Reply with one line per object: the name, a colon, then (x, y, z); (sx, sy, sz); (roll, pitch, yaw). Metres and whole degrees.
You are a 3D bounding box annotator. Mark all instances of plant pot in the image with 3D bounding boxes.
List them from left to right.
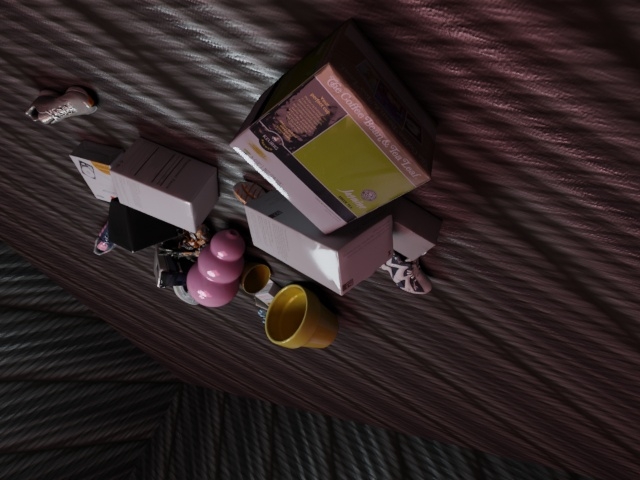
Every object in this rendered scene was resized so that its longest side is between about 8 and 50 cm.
plant pot: (-0.664, -0.082, 1.782); (0.188, 0.188, 0.166); (18, 120, 39)
plant pot: (-0.288, 0.140, 2.000); (0.095, 0.134, 0.134); (30, 156, 40)
plant pot: (-0.062, 0.339, 2.028); (0.254, 0.253, 0.239); (-12, 148, 43)

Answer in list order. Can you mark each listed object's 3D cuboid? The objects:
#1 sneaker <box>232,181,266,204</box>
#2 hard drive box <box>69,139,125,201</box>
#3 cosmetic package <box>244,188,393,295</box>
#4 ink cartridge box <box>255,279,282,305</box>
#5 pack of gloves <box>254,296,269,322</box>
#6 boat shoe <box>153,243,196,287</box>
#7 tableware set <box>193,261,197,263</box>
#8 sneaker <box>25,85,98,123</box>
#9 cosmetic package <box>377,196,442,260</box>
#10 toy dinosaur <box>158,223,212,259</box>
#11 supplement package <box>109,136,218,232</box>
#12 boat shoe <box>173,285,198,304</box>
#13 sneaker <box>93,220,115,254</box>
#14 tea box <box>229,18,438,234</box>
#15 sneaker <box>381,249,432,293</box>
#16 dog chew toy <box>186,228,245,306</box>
sneaker: (-0.198, -0.117, 1.610); (0.215, 0.084, 0.083); (32, 151, -11)
hard drive box: (-0.786, -0.244, 1.810); (0.181, 0.089, 0.232); (15, 146, 16)
cosmetic package: (-0.008, -0.027, 1.358); (0.385, 0.217, 0.156); (23, 136, 39)
ink cartridge box: (-0.210, 0.242, 2.132); (0.181, 0.061, 0.104); (43, 144, -25)
pack of gloves: (-0.196, 0.355, 2.180); (0.232, 0.046, 0.195); (30, -174, -21)
boat shoe: (-0.630, 0.107, 2.100); (0.158, 0.340, 0.127); (5, 113, -25)
tableware set: (-0.542, 0.104, 2.175); (0.104, 0.024, 0.154); (8, 161, -33)
sneaker: (-0.836, -0.421, 1.567); (0.263, 0.120, 0.099); (5, 142, 28)
cosmetic package: (0.217, -0.054, 1.408); (0.238, 0.107, 0.127); (29, 148, -10)
toy dinosaur: (-0.517, 0.017, 1.953); (0.219, 0.164, 0.321); (10, 135, -3)
supplement package: (-0.514, -0.185, 1.633); (0.293, 0.175, 0.177); (22, 146, 5)
boat shoe: (-0.632, 0.195, 2.299); (0.103, 0.118, 0.320); (8, 137, 32)
sneaker: (-0.938, -0.018, 2.185); (0.112, 0.131, 0.319); (36, 145, -15)
tea box: (0.038, -0.241, 1.110); (0.324, 0.219, 0.329); (-26, 122, 38)
sneaker: (0.293, 0.083, 1.549); (0.235, 0.094, 0.153); (43, 153, -8)
dog chew toy: (-0.388, 0.097, 1.872); (0.207, 0.206, 0.331); (26, 118, -2)
